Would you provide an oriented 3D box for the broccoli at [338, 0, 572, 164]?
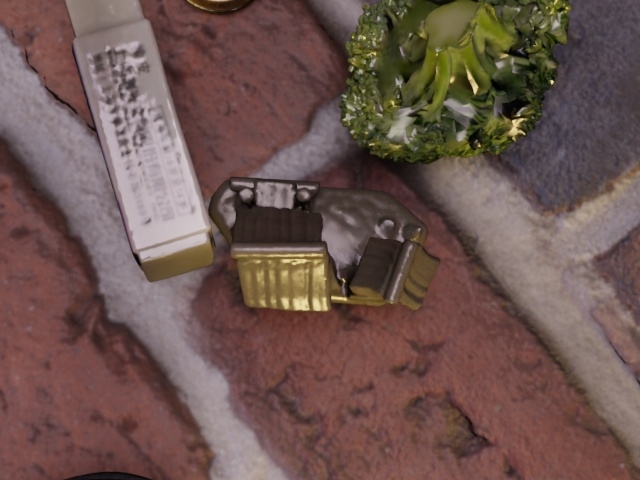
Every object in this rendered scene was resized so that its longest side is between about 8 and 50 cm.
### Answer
[{"bbox_3d":[0.135,-0.175,1.062,0.226,0.176,0.198,-26,78,27],"label":"broccoli"}]

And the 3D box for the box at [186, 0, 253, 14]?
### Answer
[{"bbox_3d":[-0.108,-0.294,1.136,0.105,0.037,0.106,1,79,-5],"label":"box"}]

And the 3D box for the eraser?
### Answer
[{"bbox_3d":[-0.177,-0.107,1.052,0.081,0.124,0.279,-17,81,-7],"label":"eraser"}]

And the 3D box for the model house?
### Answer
[{"bbox_3d":[-0.001,0.007,1.027,0.229,0.188,0.122,7,95,-2],"label":"model house"}]

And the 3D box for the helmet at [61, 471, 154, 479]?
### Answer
[{"bbox_3d":[-0.195,0.337,0.950,0.278,0.160,0.231,-16,63,8],"label":"helmet"}]
